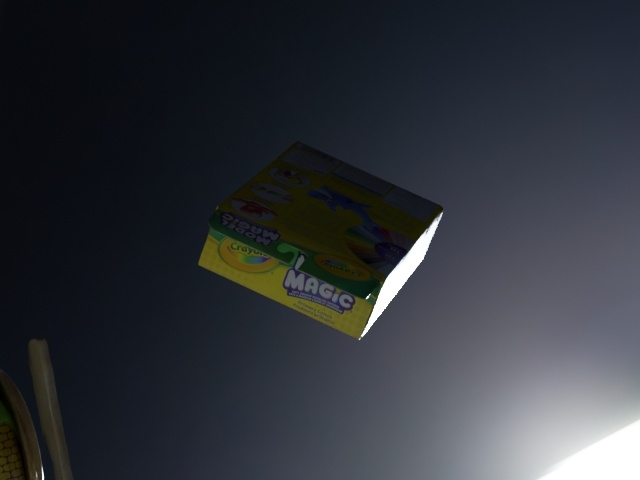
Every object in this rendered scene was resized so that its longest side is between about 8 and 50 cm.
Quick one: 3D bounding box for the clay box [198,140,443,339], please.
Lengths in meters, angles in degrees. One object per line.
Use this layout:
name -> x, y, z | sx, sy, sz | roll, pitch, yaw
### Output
clay box -> 0.000, 0.000, 1.431 | 0.127, 0.222, 0.053 | 25, -67, 9

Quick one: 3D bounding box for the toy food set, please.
toy food set -> -0.203, 0.126, 1.177 | 0.038, 0.132, 0.192 | -10, -4, -30
